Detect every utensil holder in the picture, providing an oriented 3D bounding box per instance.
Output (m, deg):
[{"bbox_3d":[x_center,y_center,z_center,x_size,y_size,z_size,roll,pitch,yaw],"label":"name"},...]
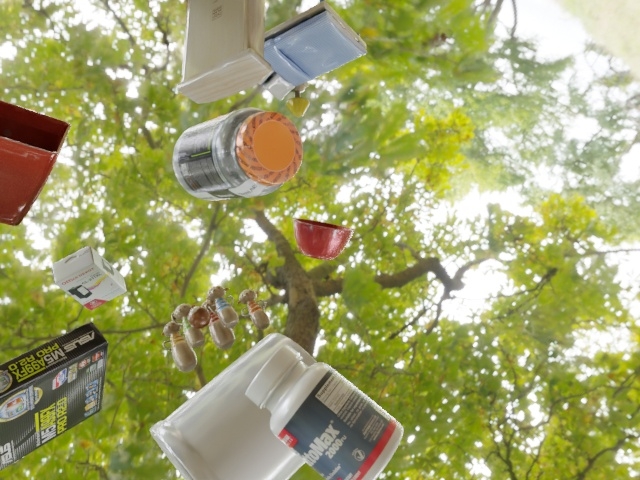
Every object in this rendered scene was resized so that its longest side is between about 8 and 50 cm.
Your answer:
[{"bbox_3d":[-0.174,0.468,1.366,0.327,0.328,0.385,39,-120,21],"label":"utensil holder"}]

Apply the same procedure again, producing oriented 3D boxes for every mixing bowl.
[{"bbox_3d":[0.000,0.000,1.557,0.181,0.098,0.181,11,-173,-1],"label":"mixing bowl"}]

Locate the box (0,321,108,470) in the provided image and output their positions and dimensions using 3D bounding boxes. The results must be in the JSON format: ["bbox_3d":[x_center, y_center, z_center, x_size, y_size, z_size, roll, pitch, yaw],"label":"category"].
[{"bbox_3d":[-0.520,0.296,1.021,0.060,0.270,0.216,42,-137,20],"label":"box"}]

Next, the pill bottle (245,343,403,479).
[{"bbox_3d":[0.001,0.216,0.664,0.180,0.108,0.108,37,-143,10],"label":"pill bottle"}]

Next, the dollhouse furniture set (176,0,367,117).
[{"bbox_3d":[-0.023,-0.285,0.840,0.303,0.286,0.198,25,-121,-52],"label":"dollhouse furniture set"}]

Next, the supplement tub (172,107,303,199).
[{"bbox_3d":[-0.192,-0.193,1.237,0.193,0.194,0.315,-9,-174,-37],"label":"supplement tub"}]

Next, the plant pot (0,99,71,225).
[{"bbox_3d":[-0.802,-0.193,1.339,0.267,0.236,0.267,16,-158,-24],"label":"plant pot"}]

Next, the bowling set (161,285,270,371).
[{"bbox_3d":[-0.282,0.180,1.365,0.286,0.200,0.154,-27,-125,-13],"label":"bowling set"}]

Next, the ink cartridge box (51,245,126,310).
[{"bbox_3d":[-0.675,0.113,1.580,0.127,0.175,0.072,-28,-126,-3],"label":"ink cartridge box"}]
